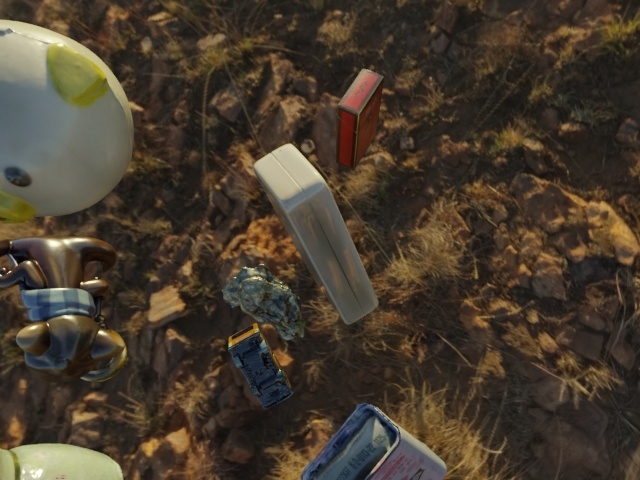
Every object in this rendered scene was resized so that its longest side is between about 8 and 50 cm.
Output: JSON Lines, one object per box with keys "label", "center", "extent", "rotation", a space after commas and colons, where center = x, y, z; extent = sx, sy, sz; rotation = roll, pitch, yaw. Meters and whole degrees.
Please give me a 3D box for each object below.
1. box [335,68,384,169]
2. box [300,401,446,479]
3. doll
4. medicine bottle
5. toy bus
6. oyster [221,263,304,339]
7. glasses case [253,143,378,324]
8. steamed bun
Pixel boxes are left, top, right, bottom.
{"label": "box", "center": [0.103, -0.324, 1.516], "extent": [0.074, 0.239, 0.153], "rotation": [29, 65, 15]}
{"label": "box", "center": [0.114, 0.442, 1.061], "extent": [0.190, 0.369, 0.112], "rotation": [-48, 51, -8]}
{"label": "doll", "center": [-0.571, 0.147, 1.228], "extent": [0.209, 0.318, 0.339], "rotation": [-41, 57, 30]}
{"label": "medicine bottle", "center": [-0.290, 0.274, 0.545], "extent": [0.147, 0.143, 0.147], "rotation": [-24, 54, 36]}
{"label": "toy bus", "center": [-0.161, 0.333, 1.484], "extent": [0.098, 0.114, 0.201], "rotation": [-28, 105, -4]}
{"label": "oyster", "center": [-0.089, 0.109, 0.992], "extent": [0.108, 0.166, 0.053], "rotation": [-56, 14, 13]}
{"label": "glasses case", "center": [0.000, 0.000, 0.951], "extent": [0.076, 0.336, 0.144], "rotation": [-33, 46, -6]}
{"label": "steamed bun", "center": [-0.512, -0.202, 0.952], "extent": [0.374, 0.334, 0.333], "rotation": [9, 77, 0]}
